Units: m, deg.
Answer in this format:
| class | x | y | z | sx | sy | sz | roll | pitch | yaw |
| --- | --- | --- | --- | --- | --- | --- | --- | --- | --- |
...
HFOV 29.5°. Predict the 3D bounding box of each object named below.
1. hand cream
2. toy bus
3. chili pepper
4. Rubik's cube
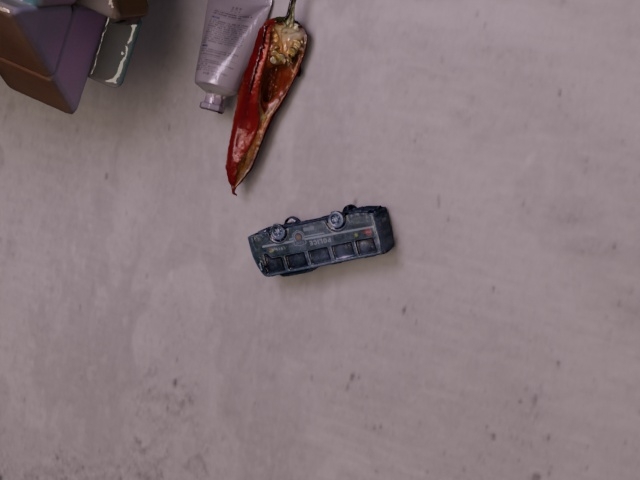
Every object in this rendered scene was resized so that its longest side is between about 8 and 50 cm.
| class | x | y | z | sx | sy | sz | roll | pitch | yaw |
| --- | --- | --- | --- | --- | --- | --- | --- | --- | --- |
| hand cream | -0.108 | -0.217 | 1.406 | 0.084 | 0.053 | 0.142 | 15 | 90 | 23 |
| toy bus | 0.000 | 0.000 | 1.383 | 0.166 | 0.047 | 0.065 | -12 | 97 | 27 |
| chili pepper | -0.062 | -0.178 | 1.386 | 0.050 | 0.059 | 0.268 | 49 | 125 | 51 |
| Rubik's cube | -0.343 | -0.355 | 1.305 | 0.358 | 0.368 | 0.387 | 22 | 107 | 8 |
